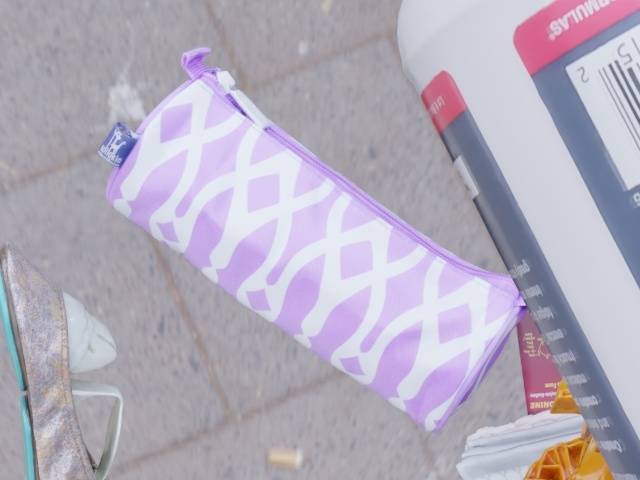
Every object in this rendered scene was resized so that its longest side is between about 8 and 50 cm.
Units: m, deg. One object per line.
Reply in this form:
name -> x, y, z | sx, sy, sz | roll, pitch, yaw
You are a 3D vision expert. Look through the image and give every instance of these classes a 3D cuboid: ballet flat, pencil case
ballet flat -> -0.248, 0.135, 1.776 | 0.106, 0.316, 0.107 | -9, 31, -11
pencil case -> 0.000, 0.000, 0.846 | 0.206, 0.086, 0.088 | 36, 107, 3

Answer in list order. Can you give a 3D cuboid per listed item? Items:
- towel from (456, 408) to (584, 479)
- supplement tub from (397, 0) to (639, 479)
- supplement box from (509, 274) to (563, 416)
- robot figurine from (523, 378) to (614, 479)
towel -> 0.293, 0.259, 1.412 | 0.053, 0.332, 0.317 | -38, 101, -45
supplement tub -> 0.158, 0.011, 0.484 | 0.191, 0.191, 0.272 | -26, 87, -10
supplement box -> 0.269, 0.137, 1.794 | 0.130, 0.073, 0.239 | -9, 88, 33
robot figurine -> 0.200, 0.010, 0.919 | 0.085, 0.211, 0.291 | 26, 60, 11
